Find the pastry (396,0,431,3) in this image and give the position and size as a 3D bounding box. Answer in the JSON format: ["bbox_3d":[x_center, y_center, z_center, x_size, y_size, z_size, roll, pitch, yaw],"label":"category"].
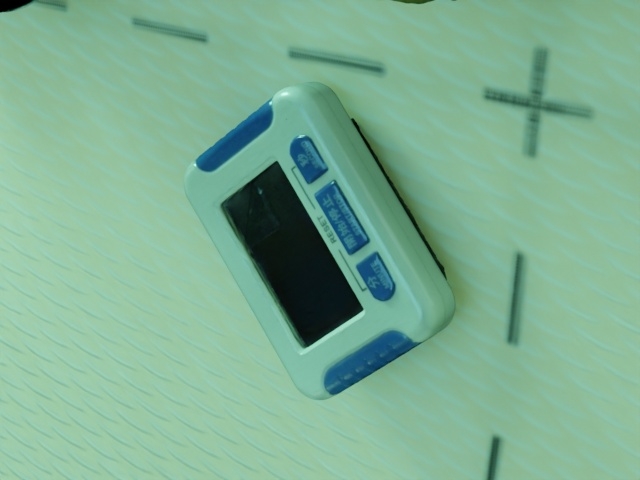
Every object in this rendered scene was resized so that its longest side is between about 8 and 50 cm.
[{"bbox_3d":[0.077,-0.358,1.041,0.388,0.312,0.388,6,111,16],"label":"pastry"}]

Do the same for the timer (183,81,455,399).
[{"bbox_3d":[0.000,0.000,1.328,0.178,0.078,0.253,-34,82,36],"label":"timer"}]

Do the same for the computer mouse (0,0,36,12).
[{"bbox_3d":[-0.280,-0.328,1.393,0.137,0.096,0.233,4,91,47],"label":"computer mouse"}]
